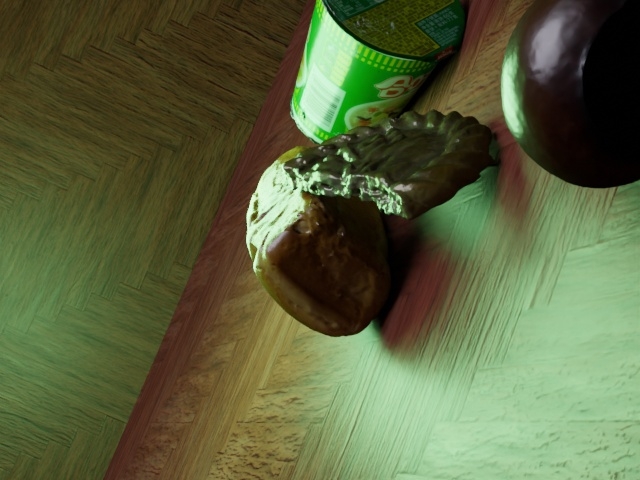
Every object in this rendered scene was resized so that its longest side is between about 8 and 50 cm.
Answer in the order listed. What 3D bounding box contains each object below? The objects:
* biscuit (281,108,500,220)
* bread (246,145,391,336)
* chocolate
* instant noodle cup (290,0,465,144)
[{"bbox_3d":[0.085,-0.093,1.357,0.187,0.036,0.273,-32,24,-26],"label":"biscuit"},{"bbox_3d":[0.000,0.000,1.519,0.132,0.167,0.294,-37,18,12],"label":"bread"},{"bbox_3d":[0.201,-0.120,0.911,0.177,0.176,0.177,-60,13,23],"label":"chocolate"},{"bbox_3d":[0.060,-0.240,1.713,0.233,0.207,0.207,118,170,-48],"label":"instant noodle cup"}]
